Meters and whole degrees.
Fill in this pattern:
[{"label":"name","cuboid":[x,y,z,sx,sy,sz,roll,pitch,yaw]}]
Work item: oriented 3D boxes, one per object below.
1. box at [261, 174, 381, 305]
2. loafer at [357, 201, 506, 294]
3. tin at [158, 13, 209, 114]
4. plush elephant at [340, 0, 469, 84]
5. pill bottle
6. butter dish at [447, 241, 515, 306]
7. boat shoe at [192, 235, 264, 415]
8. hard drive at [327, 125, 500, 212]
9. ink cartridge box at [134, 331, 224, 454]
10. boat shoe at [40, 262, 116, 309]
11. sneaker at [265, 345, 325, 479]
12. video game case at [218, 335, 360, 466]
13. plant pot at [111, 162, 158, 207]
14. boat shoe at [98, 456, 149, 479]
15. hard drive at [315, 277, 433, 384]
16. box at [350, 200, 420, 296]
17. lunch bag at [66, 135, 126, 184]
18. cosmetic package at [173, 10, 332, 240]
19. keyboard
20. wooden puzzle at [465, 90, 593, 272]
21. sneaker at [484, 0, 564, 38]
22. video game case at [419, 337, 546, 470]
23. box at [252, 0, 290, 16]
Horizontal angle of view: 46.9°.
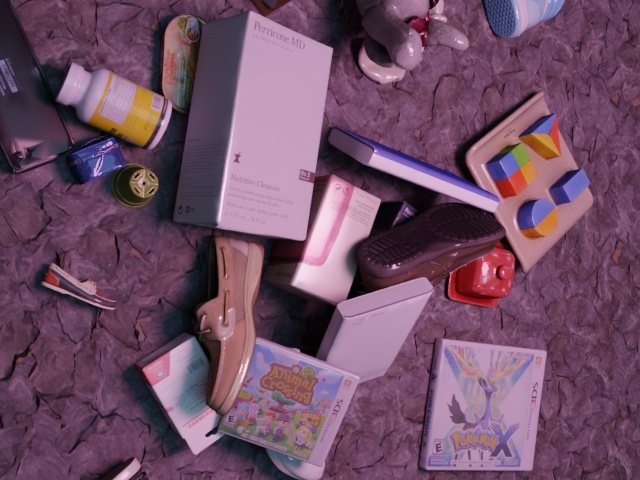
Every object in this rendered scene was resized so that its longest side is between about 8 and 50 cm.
[{"label":"box","cuboid":[0.000,0.000,1.477,0.127,0.149,0.232,25,79,-26]},{"label":"loafer","cuboid":[0.219,0.024,1.504,0.366,0.134,0.130,-15,135,-29]},{"label":"tin","cuboid":[-0.252,-0.332,1.401,0.106,0.040,0.189,4,90,-32]},{"label":"plush elephant","cuboid":[0.190,-0.459,1.527,0.255,0.330,0.271,24,93,-49]},{"label":"pill bottle","cuboid":[-0.365,-0.240,1.304,0.184,0.103,0.103,23,80,-26]},{"label":"butter dish","cuboid":[0.391,0.072,1.704,0.160,0.118,0.160,12,85,-28]},{"label":"boat shoe","cuboid":[-0.186,0.152,1.374,0.110,0.121,0.340,16,59,-19]},{"label":"hard drive","cuboid":[0.193,-0.149,1.544,0.319,0.210,0.040,18,103,-27]},{"label":"ink cartridge box","cuboid":[-0.249,0.289,1.396,0.115,0.067,0.198,-32,104,-24]},{"label":"boat shoe","cuboid":[-0.424,0.085,1.312,0.137,0.049,0.043,26,77,-21]},{"label":"sneaker","cuboid":[-0.047,0.344,1.450,0.114,0.152,0.305,-43,115,-55]},{"label":"video game case","cuboid":[-0.059,0.304,1.384,0.213,0.023,0.193,22,96,-7]},{"label":"plant pot","cuboid":[-0.330,-0.102,1.339,0.083,0.079,0.083,0,91,-27]},{"label":"boat shoe","cuboid":[-0.425,0.532,1.274,0.340,0.127,0.113,-41,97,-31]},{"label":"hard drive","cuboid":[0.088,0.202,1.469,0.203,0.307,0.040,-15,56,-27]},{"label":"box","cuboid":[0.159,0.039,1.585,0.153,0.108,0.207,34,76,-24]},{"label":"lunch bag","cuboid":[-0.396,-0.147,1.309,0.098,0.067,0.065,-30,105,-25]},{"label":"cosmetic package","cuboid":[-0.124,-0.203,1.384,0.217,0.156,0.384,9,88,-43]},{"label":"keyboard","cuboid":[-0.565,-0.261,1.239,0.202,0.033,0.317,-28,103,-31]},{"label":"wooden puzzle","cuboid":[0.527,-0.145,1.774,0.322,0.081,0.347,-38,108,-30]},{"label":"sneaker","cuboid":[0.476,-0.654,1.735,0.208,0.127,0.318,-23,111,-24]},{"label":"video game case","cuboid":[0.393,0.395,1.757,0.329,0.036,0.299,10,86,-28]},{"label":"box","cuboid":[-0.085,-0.524,1.410,0.091,0.170,0.130,-48,110,-19]}]
